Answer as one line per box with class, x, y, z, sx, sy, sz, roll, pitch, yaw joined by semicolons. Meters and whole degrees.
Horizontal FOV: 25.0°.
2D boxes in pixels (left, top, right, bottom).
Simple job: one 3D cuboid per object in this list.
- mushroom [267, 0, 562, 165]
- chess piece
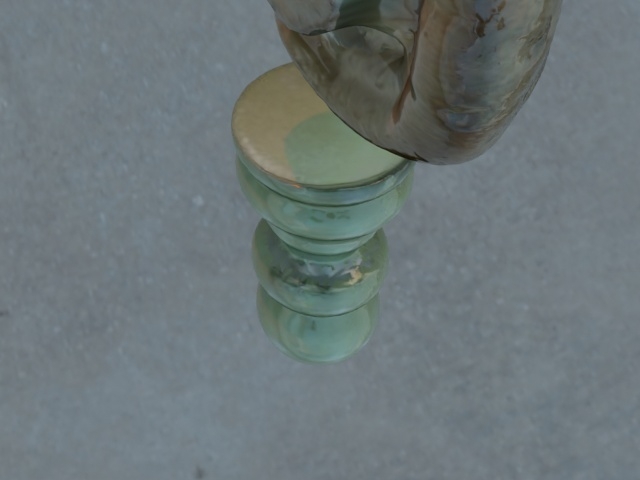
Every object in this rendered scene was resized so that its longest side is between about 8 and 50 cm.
mushroom;0.033;-0.172;0.774;0.146;0.278;0.278;-26;139;-22
chess piece;0.000;0.000;1.135;0.144;0.144;0.251;-11;138;-13
